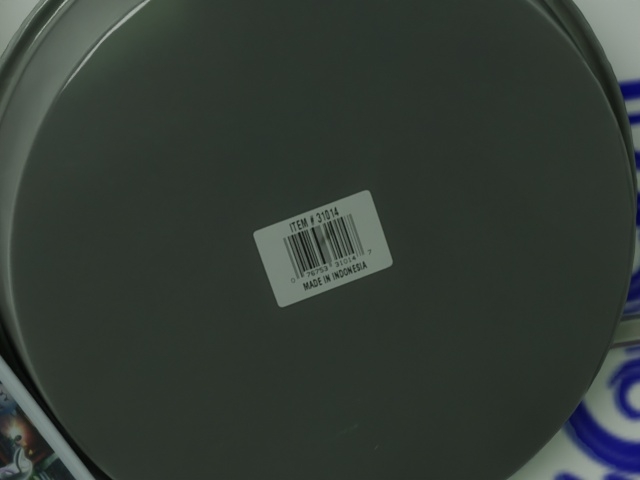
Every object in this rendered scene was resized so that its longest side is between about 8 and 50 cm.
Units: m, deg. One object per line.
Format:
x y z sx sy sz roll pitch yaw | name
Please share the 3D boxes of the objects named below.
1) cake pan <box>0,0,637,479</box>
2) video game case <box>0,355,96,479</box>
0.000 0.000 0.585 0.293 0.054 0.293 -3 105 -9 | cake pan
-0.194 0.080 0.508 0.173 0.022 0.190 -40 98 -27 | video game case
